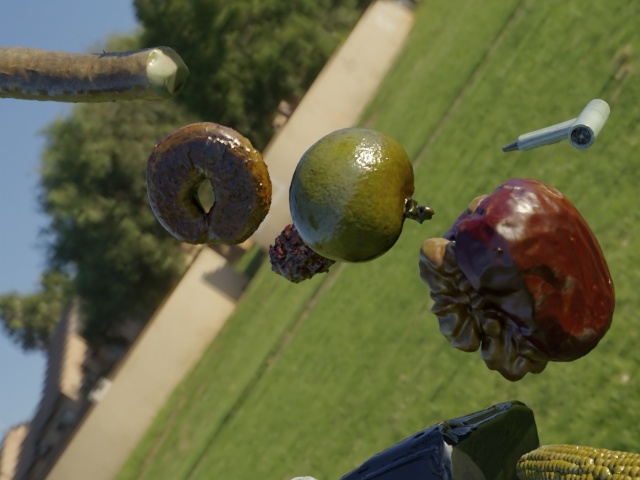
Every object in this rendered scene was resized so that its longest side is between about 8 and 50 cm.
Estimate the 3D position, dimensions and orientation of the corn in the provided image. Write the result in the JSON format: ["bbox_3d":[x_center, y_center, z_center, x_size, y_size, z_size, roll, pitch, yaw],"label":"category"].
[{"bbox_3d":[0.359,0.301,1.636,0.097,0.097,0.320,-56,25,-19],"label":"corn"}]

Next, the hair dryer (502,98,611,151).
[{"bbox_3d":[0.349,-0.155,2.051,0.183,0.044,0.155,-20,10,26],"label":"hair dryer"}]

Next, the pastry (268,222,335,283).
[{"bbox_3d":[-0.001,-0.002,2.306,0.208,0.115,0.097,-37,4,20],"label":"pastry"}]

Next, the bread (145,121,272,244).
[{"bbox_3d":[-0.159,-0.080,1.900,0.193,0.193,0.064,-56,-4,19],"label":"bread"}]

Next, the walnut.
[{"bbox_3d":[0.269,0.061,1.773,0.244,0.269,0.221,-44,7,-23],"label":"walnut"}]

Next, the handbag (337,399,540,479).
[{"bbox_3d":[0.170,0.368,1.911,0.275,0.178,0.302,-7,-21,-49],"label":"handbag"}]

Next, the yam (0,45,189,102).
[{"bbox_3d":[-0.279,-0.179,1.435,0.066,0.299,0.066,-16,-72,-63],"label":"yam"}]

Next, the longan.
[{"bbox_3d":[0.047,-0.050,1.527,0.145,0.176,0.155,-33,-49,-72],"label":"longan"}]

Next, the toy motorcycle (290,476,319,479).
[{"bbox_3d":[0.056,0.453,2.140,0.112,0.254,0.112,-54,-20,-29],"label":"toy motorcycle"}]
